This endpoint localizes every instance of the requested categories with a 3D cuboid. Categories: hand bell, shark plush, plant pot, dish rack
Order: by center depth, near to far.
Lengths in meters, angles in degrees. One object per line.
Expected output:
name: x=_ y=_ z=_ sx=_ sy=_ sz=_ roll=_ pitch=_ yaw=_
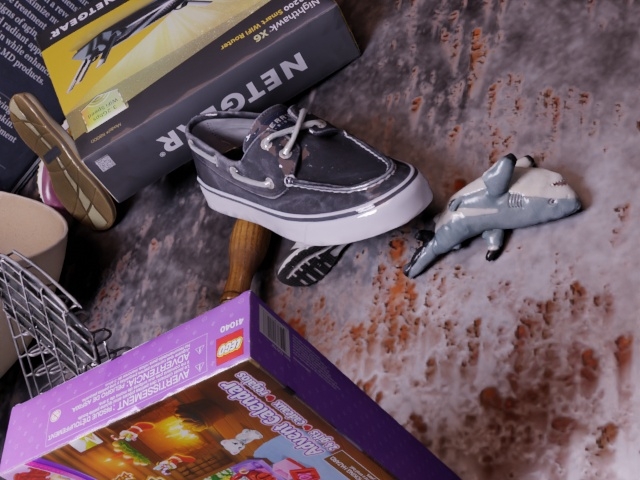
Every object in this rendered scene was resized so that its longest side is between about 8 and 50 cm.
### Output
shark plush: x=0.135 y=-0.014 z=0.848 sx=0.161 sy=0.073 sz=0.067 roll=-32 pitch=80 yaw=11
dish rack: x=-0.197 y=0.132 z=0.860 sx=0.074 sy=0.271 sz=0.208 roll=-30 pitch=39 yaw=-32
hand bell: x=-0.079 y=0.053 z=0.948 sx=0.126 sy=0.126 sz=0.242 roll=-14 pitch=44 yaw=29
plant pot: x=-0.423 y=0.070 z=1.085 sx=0.284 sy=0.284 sz=0.190 roll=23 pitch=114 yaw=42

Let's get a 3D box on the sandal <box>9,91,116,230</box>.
sandal: x=-0.282 y=-0.094 z=1.129 sx=0.072 sy=0.180 sz=0.049 roll=-20 pitch=17 yaw=44

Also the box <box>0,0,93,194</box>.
box: x=-0.484 y=-0.365 z=1.340 sx=0.471 sy=0.297 sz=0.480 roll=-52 pitch=47 yaw=-3

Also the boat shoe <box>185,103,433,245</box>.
boat shoe: x=-0.026 y=-0.075 z=0.925 sx=0.108 sy=0.102 sz=0.301 roll=-38 pitch=31 yaw=-25

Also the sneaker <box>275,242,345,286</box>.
sneaker: x=0.000 y=0.000 z=0.950 sx=0.109 sy=0.040 sz=0.043 roll=-42 pitch=36 yaw=2

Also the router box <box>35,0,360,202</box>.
router box: x=-0.144 y=-0.216 z=1.107 sx=0.309 sy=0.081 sz=0.243 roll=-32 pitch=50 yaw=1

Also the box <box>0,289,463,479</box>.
box: x=-0.043 y=0.170 z=0.702 sx=0.201 sy=0.293 sz=0.057 roll=-27 pitch=41 yaw=22

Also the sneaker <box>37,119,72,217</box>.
sneaker: x=-0.270 y=-0.114 z=1.185 sx=0.084 sy=0.069 sz=0.185 roll=1 pitch=66 yaw=42
